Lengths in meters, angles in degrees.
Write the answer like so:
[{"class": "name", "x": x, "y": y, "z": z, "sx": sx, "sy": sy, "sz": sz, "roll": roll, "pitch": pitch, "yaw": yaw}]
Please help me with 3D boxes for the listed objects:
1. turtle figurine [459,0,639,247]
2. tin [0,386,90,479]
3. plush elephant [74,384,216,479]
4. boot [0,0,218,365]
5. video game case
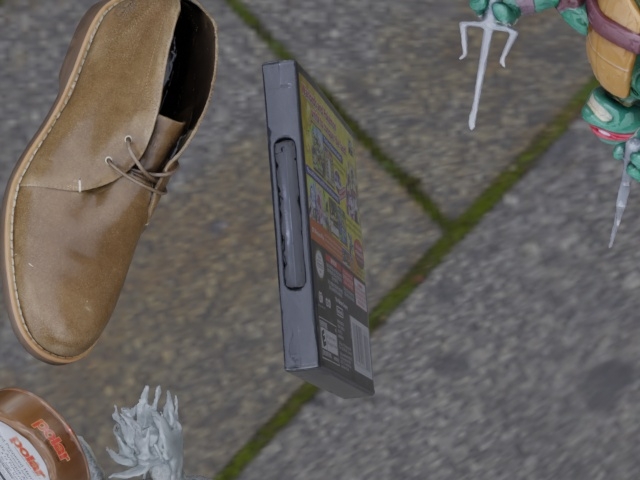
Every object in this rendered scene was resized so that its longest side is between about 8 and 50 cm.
[{"class": "turtle figurine", "x": 0.167, "y": -0.125, "z": 1.107, "sx": 0.175, "sy": 0.118, "sz": 0.234, "roll": 38, "pitch": 138, "yaw": 38}, {"class": "tin", "x": -0.243, "y": 0.177, "z": 1.435, "sx": 0.106, "sy": 0.040, "sz": 0.190, "roll": 53, "pitch": 137, "yaw": -4}, {"class": "plush elephant", "x": -0.196, "y": 0.293, "z": 1.621, "sx": 0.255, "sy": 0.272, "sz": 0.330, "roll": -10, "pitch": 105, "yaw": 27}, {"class": "boot", "x": -0.159, "y": -0.053, "z": 1.469, "sx": 0.115, "sy": 0.112, "sz": 0.305, "roll": -3, "pitch": 68, "yaw": 48}, {"class": "video game case", "x": 0.000, "y": 0.000, "z": 1.624, "sx": 0.035, "sy": 0.275, "sz": 0.248, "roll": -6, "pitch": 80, "yaw": 10}]
